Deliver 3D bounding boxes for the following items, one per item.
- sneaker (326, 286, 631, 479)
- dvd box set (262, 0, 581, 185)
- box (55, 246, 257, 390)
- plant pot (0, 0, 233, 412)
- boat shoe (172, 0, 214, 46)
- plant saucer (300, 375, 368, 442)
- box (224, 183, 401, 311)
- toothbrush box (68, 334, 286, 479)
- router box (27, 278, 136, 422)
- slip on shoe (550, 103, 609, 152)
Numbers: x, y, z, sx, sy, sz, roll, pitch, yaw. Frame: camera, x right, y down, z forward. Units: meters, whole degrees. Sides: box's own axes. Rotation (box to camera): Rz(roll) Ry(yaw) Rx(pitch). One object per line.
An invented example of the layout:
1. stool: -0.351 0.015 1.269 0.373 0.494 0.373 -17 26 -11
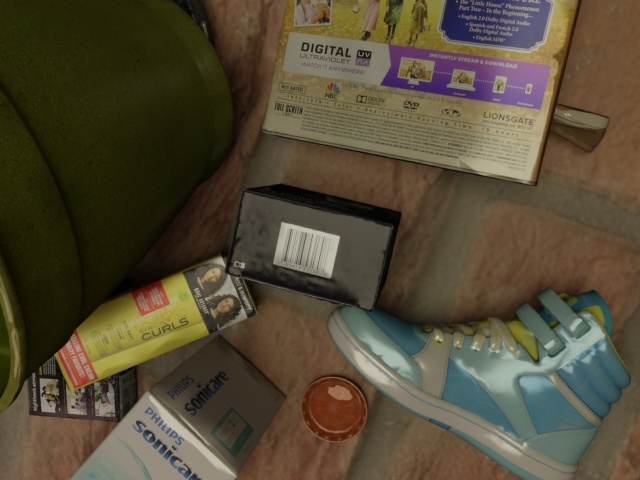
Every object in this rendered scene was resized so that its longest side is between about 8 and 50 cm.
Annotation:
1. sneaker: 0.182 0.105 0.686 0.319 0.127 0.208 31 102 -4
2. dvd box set: 0.119 -0.291 0.658 0.308 0.062 0.420 13 98 20
3. box: -0.197 0.090 0.752 0.232 0.058 0.087 -21 96 -4
4. plant pot: -0.277 -0.092 0.600 0.366 0.353 0.366 16 126 23
5. boat shoe: -0.188 -0.325 0.742 0.079 0.084 0.233 -14 86 -27
6. plant saucer: 0.017 0.207 0.780 0.083 0.013 0.083 1 95 10
7. box: 0.000 0.000 0.687 0.156 0.158 0.093 14 99 8
8. toothbrush box: -0.197 0.274 0.723 0.126 0.216 0.295 41 100 3
9. router box: -0.309 0.138 0.815 0.133 0.046 0.179 2 96 10
10. slip on shoe: 0.241 -0.134 0.690 0.135 0.051 0.041 17 110 2
